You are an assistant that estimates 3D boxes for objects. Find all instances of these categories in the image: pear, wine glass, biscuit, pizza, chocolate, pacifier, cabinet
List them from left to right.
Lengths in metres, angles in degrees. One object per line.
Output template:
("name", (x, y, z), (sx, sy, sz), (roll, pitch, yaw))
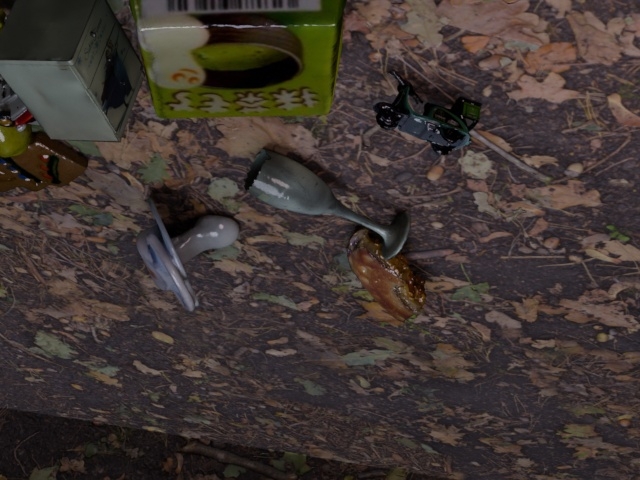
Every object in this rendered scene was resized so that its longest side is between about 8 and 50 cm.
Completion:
("pear", (-0.578, -0.213, 1.902), (0.107, 0.107, 0.131), (6, 134, 13))
("biscuit", (-0.606, -0.166, 2.063), (0.301, 0.043, 0.278), (6, 151, 13))
("cabinet", (-0.394, -0.276, 1.672), (0.150, 0.145, 0.206), (3, 150, 18))
("pacifier", (-0.260, 0.019, 2.150), (0.207, 0.227, 0.279), (-27, 151, -9))
("chocolate", (-0.113, -0.286, 1.463), (0.300, 0.137, 0.289), (0, 159, -2))
("wine glass", (0.000, 0.000, 1.874), (0.309, 0.264, 0.096), (24, 143, -19))
("pizza", (0.140, 0.067, 2.120), (0.161, 0.086, 0.305), (22, 157, 34))

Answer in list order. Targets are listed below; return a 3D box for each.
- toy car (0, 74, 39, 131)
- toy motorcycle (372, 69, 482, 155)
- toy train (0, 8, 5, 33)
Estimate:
("toy car", (-0.495, -0.250, 1.821), (0.139, 0.112, 0.112), (-21, 152, 33))
("toy motorcycle", (0.164, -0.196, 1.632), (0.173, 0.100, 0.058), (17, 150, -12))
("toy train", (-0.549, -0.351, 1.614), (0.127, 0.089, 0.219), (18, 168, 16))
